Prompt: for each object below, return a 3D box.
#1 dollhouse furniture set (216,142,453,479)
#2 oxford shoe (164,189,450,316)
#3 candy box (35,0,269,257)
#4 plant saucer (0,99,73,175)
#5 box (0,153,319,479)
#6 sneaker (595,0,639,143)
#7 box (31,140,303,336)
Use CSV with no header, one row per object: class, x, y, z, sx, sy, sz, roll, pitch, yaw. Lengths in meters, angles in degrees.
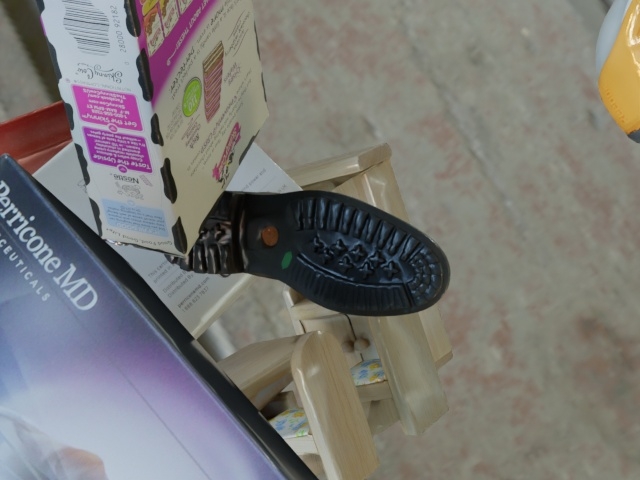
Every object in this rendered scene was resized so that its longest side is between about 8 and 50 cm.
dollhouse furniture set,-0.056,0.083,1.585,0.394,0.362,0.257,-28,102,-51
oxford shoe,0.000,0.000,1.122,0.096,0.227,0.083,-3,106,-61
candy box,-0.106,-0.127,1.012,0.071,0.233,0.159,11,47,19
plant saucer,-0.281,-0.039,1.515,0.258,0.048,0.259,-21,38,-4
box,-0.165,0.167,0.823,0.294,0.183,0.296,-42,64,-4
sneaker,0.179,-0.080,0.506,0.262,0.121,0.099,-26,87,-28
box,-0.135,-0.014,1.267,0.182,0.119,0.181,45,55,0
